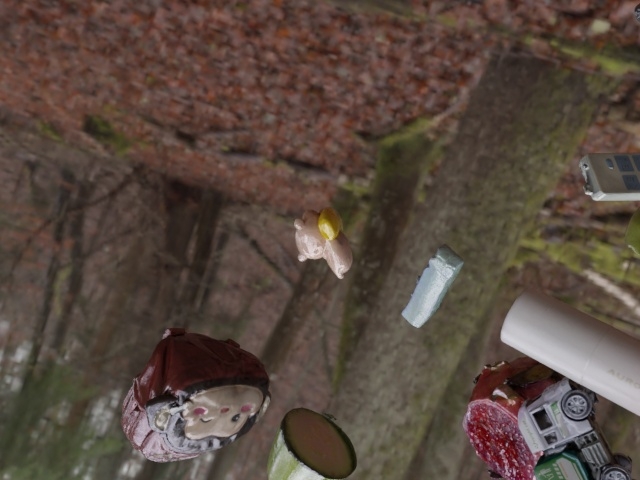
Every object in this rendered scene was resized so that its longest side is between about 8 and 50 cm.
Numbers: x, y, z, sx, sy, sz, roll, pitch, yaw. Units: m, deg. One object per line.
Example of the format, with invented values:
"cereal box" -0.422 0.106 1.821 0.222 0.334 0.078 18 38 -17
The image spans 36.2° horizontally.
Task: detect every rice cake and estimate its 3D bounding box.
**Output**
"rice cake" 0.125 0.054 1.128 0.042 0.030 0.180 45 158 14

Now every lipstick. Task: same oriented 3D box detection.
"lipstick" 0.395 0.169 1.257 0.327 0.087 0.087 28 -175 27

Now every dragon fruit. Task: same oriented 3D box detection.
"dragon fruit" 0.330 0.299 1.565 0.147 0.211 0.282 -15 -142 -37

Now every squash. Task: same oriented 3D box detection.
"squash" -0.023 0.415 1.871 0.170 0.122 0.170 23 -148 -15

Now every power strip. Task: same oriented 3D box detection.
"power strip" 0.512 -0.105 1.618 0.192 0.081 0.035 -2 155 -26

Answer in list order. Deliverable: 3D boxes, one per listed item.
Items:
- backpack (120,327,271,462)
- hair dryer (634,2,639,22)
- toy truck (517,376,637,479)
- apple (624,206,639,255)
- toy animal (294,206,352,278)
"backpack" -0.196 0.242 1.461 0.229 0.229 0.139 18 -151 -47
"hair dryer" 0.432 -0.368 1.312 0.219 0.075 0.195 15 162 -17
"toy truck" 0.359 0.315 1.319 0.253 0.124 0.114 63 -165 9
"apple" 0.770 0.004 1.921 0.258 0.233 0.295 1 -123 -41
"toy animal" 0.000 0.000 1.499 0.082 0.114 0.091 -19 -151 8
